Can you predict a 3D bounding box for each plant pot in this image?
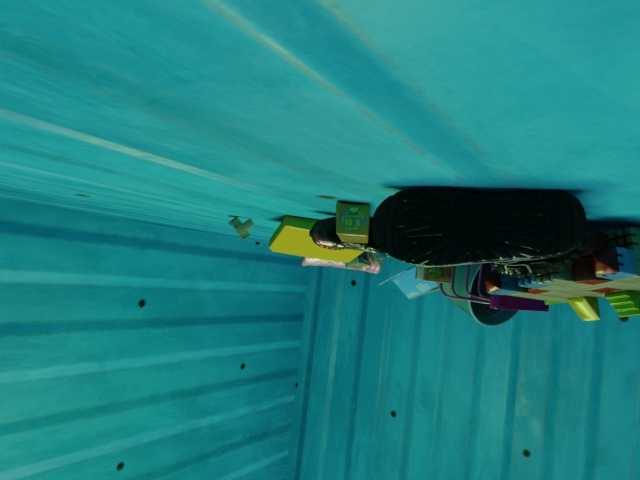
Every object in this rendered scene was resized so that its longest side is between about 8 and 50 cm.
[{"bbox_3d":[0.530,0.121,1.610,0.271,0.272,0.255,8,-170,-27],"label":"plant pot"}]

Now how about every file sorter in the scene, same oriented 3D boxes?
[{"bbox_3d":[0.483,0.076,1.279,0.290,0.202,0.182,9,177,-41],"label":"file sorter"}]

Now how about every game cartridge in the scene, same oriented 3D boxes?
[{"bbox_3d":[0.000,0.000,1.628,0.323,0.053,0.285,10,159,-16],"label":"game cartridge"}]

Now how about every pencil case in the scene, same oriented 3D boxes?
[{"bbox_3d":[0.103,0.063,2.167,0.385,0.160,0.167,6,-141,-5],"label":"pencil case"}]

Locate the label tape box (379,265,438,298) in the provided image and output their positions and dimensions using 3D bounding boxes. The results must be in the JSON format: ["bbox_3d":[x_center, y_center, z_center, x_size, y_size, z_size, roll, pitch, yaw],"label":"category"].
[{"bbox_3d":[0.445,0.148,1.871,0.347,0.115,0.249,-16,167,-24],"label":"label tape box"}]

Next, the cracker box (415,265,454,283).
[{"bbox_3d":[0.280,0.024,1.146,0.067,0.156,0.232,6,176,7],"label":"cracker box"}]

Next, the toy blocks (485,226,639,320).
[{"bbox_3d":[0.537,0.056,0.993,0.260,0.191,0.381,9,162,-21],"label":"toy blocks"}]

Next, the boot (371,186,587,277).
[{"bbox_3d":[0.291,-0.006,0.844,0.347,0.131,0.260,4,176,26],"label":"boot"}]

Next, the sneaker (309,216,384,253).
[{"bbox_3d":[0.110,-0.016,1.306,0.275,0.098,0.135,5,177,-19],"label":"sneaker"}]

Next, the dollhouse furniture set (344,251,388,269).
[{"bbox_3d":[0.197,0.032,1.985,0.183,0.129,0.129,-22,164,24],"label":"dollhouse furniture set"}]

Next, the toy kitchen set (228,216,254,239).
[{"bbox_3d":[-0.288,-0.053,1.734,0.068,0.083,0.075,-36,-171,-15],"label":"toy kitchen set"}]

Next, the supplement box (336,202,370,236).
[{"bbox_3d":[0.082,-0.039,1.142,0.077,0.081,0.233,4,174,7],"label":"supplement box"}]
